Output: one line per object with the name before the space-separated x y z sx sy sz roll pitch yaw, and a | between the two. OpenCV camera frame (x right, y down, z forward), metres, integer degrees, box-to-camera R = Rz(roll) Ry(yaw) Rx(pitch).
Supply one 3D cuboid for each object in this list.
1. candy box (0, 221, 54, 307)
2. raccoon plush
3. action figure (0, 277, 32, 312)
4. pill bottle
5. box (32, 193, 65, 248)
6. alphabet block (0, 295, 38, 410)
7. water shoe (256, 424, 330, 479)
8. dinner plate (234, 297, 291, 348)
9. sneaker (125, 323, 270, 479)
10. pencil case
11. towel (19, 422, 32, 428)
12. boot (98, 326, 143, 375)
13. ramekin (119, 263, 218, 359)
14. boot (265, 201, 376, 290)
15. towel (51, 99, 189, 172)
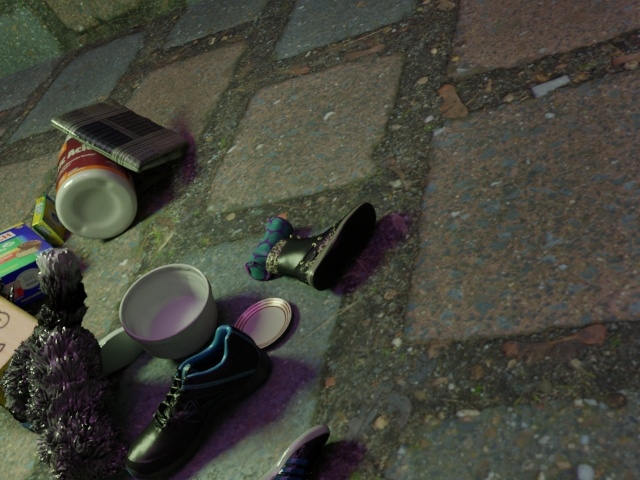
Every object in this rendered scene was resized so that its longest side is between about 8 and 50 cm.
candy box | -0.902 0.084 2.156 0.268 0.122 0.317 -29 31 -28
raccoon plush | -0.503 0.271 1.488 0.216 0.446 0.299 -19 28 -28
action figure | -0.859 0.173 1.914 0.141 0.276 0.164 -13 67 55
pill bottle | -0.672 -0.194 2.274 0.224 0.224 0.392 -31 36 3
box | -0.832 -0.055 2.334 0.043 0.105 0.179 -28 37 8
alphabet block | -0.752 0.259 1.784 0.197 0.193 0.192 27 64 17
water shoe | -0.043 0.400 1.269 0.203 0.073 0.080 -43 64 -14
dinner plate | -0.122 0.180 1.608 0.141 0.017 0.141 -21 38 17
sneaker | -0.258 0.303 1.463 0.341 0.139 0.125 -46 41 -15
pencil case | -0.120 0.017 1.753 0.070 0.064 0.151 15 53 16
towel | -0.632 0.397 1.711 0.120 0.029 0.067 2 77 42
boot | -0.522 0.261 1.746 0.258 0.095 0.123 -38 38 -10
ramekin | -0.324 0.164 1.669 0.207 0.109 0.207 -9 46 10
boot | -0.001 0.000 1.670 0.179 0.085 0.236 10 54 46
towel | -0.592 -0.313 2.278 0.312 0.056 0.324 28 26 8
